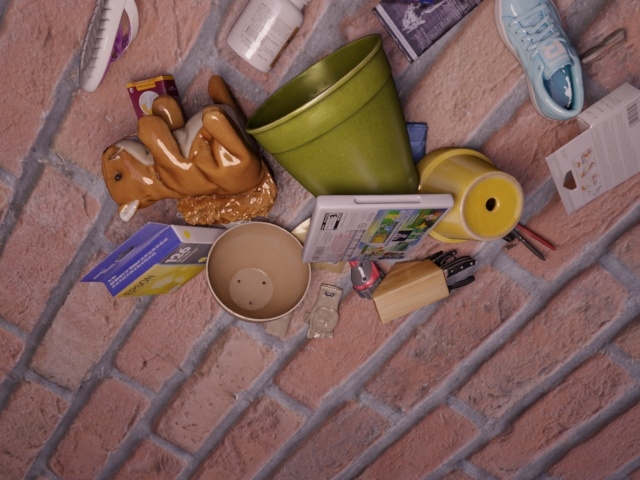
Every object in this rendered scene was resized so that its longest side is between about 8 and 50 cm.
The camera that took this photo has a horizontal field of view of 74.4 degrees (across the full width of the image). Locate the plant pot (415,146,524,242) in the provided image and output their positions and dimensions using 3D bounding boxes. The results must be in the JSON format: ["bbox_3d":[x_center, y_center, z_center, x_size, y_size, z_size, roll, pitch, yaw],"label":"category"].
[{"bbox_3d":[0.373,-0.105,1.069,0.253,0.239,0.255,-3,104,-10],"label":"plant pot"}]

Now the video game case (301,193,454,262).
[{"bbox_3d":[0.117,-0.021,1.026,0.299,0.036,0.329,-2,157,-10],"label":"video game case"}]

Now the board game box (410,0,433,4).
[{"bbox_3d":[0.179,-0.741,0.935,0.233,0.078,0.348,11,110,3],"label":"board game box"}]

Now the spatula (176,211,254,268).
[{"bbox_3d":[-0.332,0.000,1.308,0.241,0.019,0.169,9,113,0],"label":"spatula"}]

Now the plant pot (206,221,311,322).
[{"bbox_3d":[-0.189,0.114,1.218,0.283,0.284,0.191,25,151,-6],"label":"plant pot"}]

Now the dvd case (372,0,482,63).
[{"bbox_3d":[0.263,-0.579,1.037,0.221,0.018,0.164,-38,104,16],"label":"dvd case"}]

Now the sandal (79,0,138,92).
[{"bbox_3d":[-0.498,-0.554,1.053,0.102,0.169,0.417,10,119,-44],"label":"sandal"}]

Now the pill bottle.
[{"bbox_3d":[-0.114,-0.539,1.019,0.131,0.131,0.229,38,110,-10],"label":"pill bottle"}]

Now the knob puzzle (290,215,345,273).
[{"bbox_3d":[0.000,0.000,1.267,0.212,0.030,0.214,-4,114,-9],"label":"knob puzzle"}]

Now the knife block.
[{"bbox_3d":[0.307,0.125,1.199,0.241,0.275,0.088,-6,114,38],"label":"knife block"}]

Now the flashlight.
[{"bbox_3d":[0.080,0.039,1.226,0.103,0.103,0.304,-35,116,8],"label":"flashlight"}]

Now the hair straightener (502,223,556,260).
[{"bbox_3d":[0.564,-0.006,1.225,0.230,0.047,0.089,31,110,-8],"label":"hair straightener"}]

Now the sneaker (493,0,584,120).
[{"bbox_3d":[0.538,-0.455,0.995,0.135,0.150,0.366,-32,106,14],"label":"sneaker"}]

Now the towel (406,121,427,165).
[{"bbox_3d":[0.255,-0.262,1.157,0.066,0.029,0.120,2,111,3],"label":"towel"}]

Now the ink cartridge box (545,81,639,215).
[{"bbox_3d":[0.694,-0.215,1.066,0.238,0.060,0.275,-36,133,17],"label":"ink cartridge box"}]

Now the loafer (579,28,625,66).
[{"bbox_3d":[0.693,-0.464,1.039,0.125,0.045,0.039,-37,111,14],"label":"loafer"}]

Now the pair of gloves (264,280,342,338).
[{"bbox_3d":[-0.058,0.224,1.364,0.239,0.042,0.205,7,108,-1],"label":"pair of gloves"}]

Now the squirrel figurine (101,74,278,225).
[{"bbox_3d":[-0.325,-0.154,1.062,0.370,0.281,0.397,-26,134,6],"label":"squirrel figurine"}]

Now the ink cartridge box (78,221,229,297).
[{"bbox_3d":[-0.442,0.062,1.184,0.303,0.307,0.072,-34,76,22],"label":"ink cartridge box"}]

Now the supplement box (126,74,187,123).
[{"bbox_3d":[-0.433,-0.341,1.147,0.103,0.081,0.189,-10,111,8],"label":"supplement box"}]

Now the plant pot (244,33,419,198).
[{"bbox_3d":[0.067,-0.235,1.035,0.366,0.367,0.353,-29,118,14],"label":"plant pot"}]
